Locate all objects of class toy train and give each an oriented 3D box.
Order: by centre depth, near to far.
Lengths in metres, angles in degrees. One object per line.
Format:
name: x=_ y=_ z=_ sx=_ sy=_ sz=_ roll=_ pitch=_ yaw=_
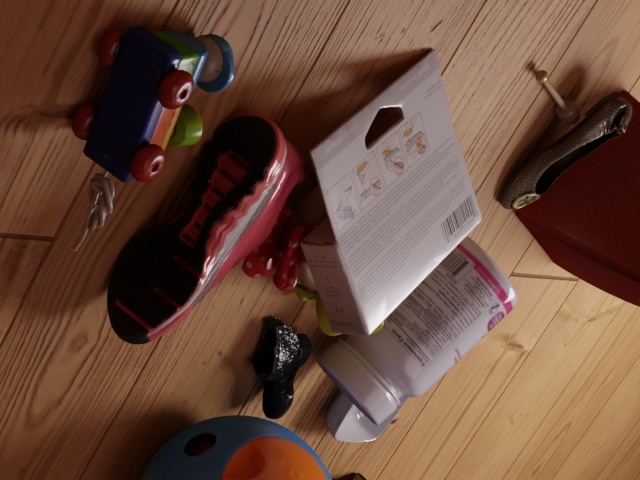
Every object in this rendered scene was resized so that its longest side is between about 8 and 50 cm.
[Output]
toy train: x=-0.182 y=-0.108 z=1.419 sx=0.143 sy=0.105 sz=0.248 roll=-21 pitch=141 yaw=-56

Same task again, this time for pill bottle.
pill bottle: x=0.140 y=0.129 z=1.984 sx=0.283 sy=0.160 sz=0.160 roll=-42 pitch=148 yaw=-7

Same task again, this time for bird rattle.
bird rattle: x=0.000 y=0.000 z=1.759 sx=0.207 sy=0.143 sz=0.253 roll=-55 pitch=134 yaw=-14

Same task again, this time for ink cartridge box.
ink cartridge box: x=0.082 y=-0.066 z=1.709 sx=0.296 sy=0.066 sz=0.261 roll=-42 pitch=123 yaw=-41

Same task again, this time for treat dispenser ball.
treat dispenser ball: x=-0.117 y=0.384 z=1.838 sx=0.288 sy=0.288 sz=0.288 roll=-30 pitch=144 yaw=-25

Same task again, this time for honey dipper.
honey dipper: x=0.347 y=-0.214 z=1.979 sx=0.030 sy=0.030 sz=0.161 roll=-50 pitch=147 yaw=4

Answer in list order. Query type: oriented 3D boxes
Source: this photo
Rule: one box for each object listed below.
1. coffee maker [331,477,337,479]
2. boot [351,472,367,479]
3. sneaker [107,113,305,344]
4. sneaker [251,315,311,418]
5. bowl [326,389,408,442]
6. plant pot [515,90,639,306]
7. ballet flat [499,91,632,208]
coffee maker: x=-0.034 y=0.416 z=2.126 sx=0.178 sy=0.120 sz=0.171 roll=10 pitch=116 yaw=-54
boot: x=0.038 y=0.495 z=2.244 sx=0.178 sy=0.085 sz=0.236 roll=-43 pitch=-170 yaw=0
sneaker: x=-0.122 y=0.005 z=1.586 sx=0.314 sy=0.116 sz=0.136 roll=-52 pitch=149 yaw=6
sneaker: x=-0.068 y=0.184 z=1.904 sx=0.089 sy=0.051 sz=0.170 roll=-2 pitch=122 yaw=-48
bowl: x=0.074 y=0.253 z=2.140 sx=0.142 sy=0.053 sz=0.142 roll=13 pitch=115 yaw=-55
plant pot: x=0.522 y=-0.033 z=2.187 sx=0.267 sy=0.236 sz=0.267 roll=-48 pitch=148 yaw=1
ballet flat: x=0.378 y=-0.126 z=2.048 sx=0.250 sy=0.058 sz=0.084 roll=-42 pitch=162 yaw=16
